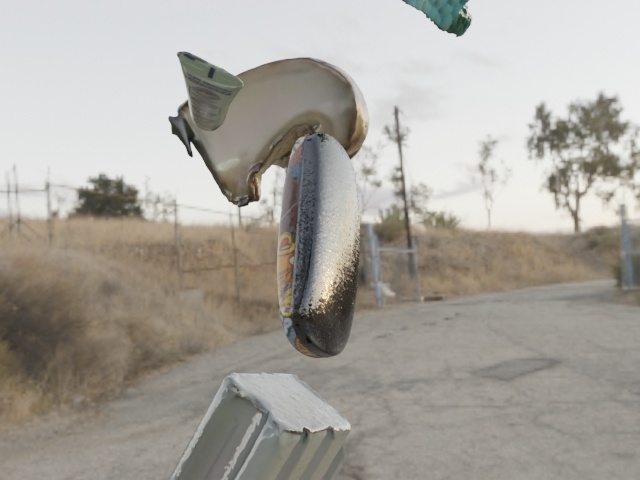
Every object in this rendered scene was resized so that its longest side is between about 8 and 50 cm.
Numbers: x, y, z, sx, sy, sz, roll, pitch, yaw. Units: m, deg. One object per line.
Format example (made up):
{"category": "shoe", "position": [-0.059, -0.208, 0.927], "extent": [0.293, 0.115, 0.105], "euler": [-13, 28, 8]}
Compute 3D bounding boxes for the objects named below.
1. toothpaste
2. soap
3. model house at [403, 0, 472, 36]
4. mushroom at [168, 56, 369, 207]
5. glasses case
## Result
{"category": "toothpaste", "position": [-0.111, -0.144, 0.761], "extent": [0.062, 0.039, 0.239], "euler": [25, -4, -8]}
{"category": "soap", "position": [-0.146, 0.518, 1.651], "extent": [0.213, 0.435, 0.350], "euler": [36, 13, 33]}
{"category": "model house", "position": [0.199, -0.526, 1.278], "extent": [0.226, 0.261, 0.241], "euler": [6, -47, -51]}
{"category": "mushroom", "position": [-0.042, -0.223, 1.446], "extent": [0.313, 0.224, 0.397], "euler": [-28, 0, 18]}
{"category": "glasses case", "position": [0.000, 0.000, 1.037], "extent": [0.082, 0.321, 0.122], "euler": [-13, -31, 30]}
